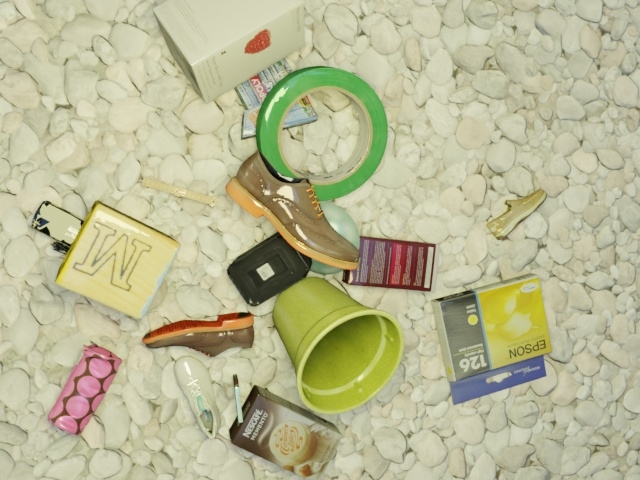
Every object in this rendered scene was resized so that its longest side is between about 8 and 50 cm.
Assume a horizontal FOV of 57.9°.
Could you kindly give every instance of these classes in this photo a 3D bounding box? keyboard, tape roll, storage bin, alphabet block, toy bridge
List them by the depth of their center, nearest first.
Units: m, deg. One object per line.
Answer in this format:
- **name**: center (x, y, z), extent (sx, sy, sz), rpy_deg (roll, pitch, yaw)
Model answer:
- **alphabet block**: center (-0.459, 0.040, 1.309), extent (0.197, 0.192, 0.193), rpy_deg (29, 84, -23)
- **keyboard**: center (-0.591, -0.008, 1.376), extent (0.192, 0.038, 0.100), rpy_deg (32, 78, -20)
- **toy bridge**: center (-0.346, -0.118, 1.407), extent (0.188, 0.063, 0.026), rpy_deg (16, 88, -13)
- **storage bin**: center (-0.123, 0.065, 1.420), extent (0.180, 0.084, 0.122), rpy_deg (-31, 98, 11)
- **tape roll**: center (0.004, -0.262, 1.422), extent (0.321, 0.077, 0.321), rpy_deg (-5, 111, -14)

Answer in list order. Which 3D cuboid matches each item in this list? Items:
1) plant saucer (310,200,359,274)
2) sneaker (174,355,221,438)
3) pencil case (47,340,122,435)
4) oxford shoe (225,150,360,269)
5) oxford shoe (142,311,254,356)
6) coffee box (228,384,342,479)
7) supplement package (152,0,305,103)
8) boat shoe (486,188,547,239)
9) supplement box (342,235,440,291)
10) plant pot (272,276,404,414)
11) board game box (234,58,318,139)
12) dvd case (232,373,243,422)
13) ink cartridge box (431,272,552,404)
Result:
- **plant saucer**: center (0.000, 0.000, 1.447), extent (0.194, 0.037, 0.195), rpy_deg (6, 109, 17)
- **sneaker**: center (-0.295, 0.384, 1.418), extent (0.080, 0.094, 0.212), rpy_deg (-24, 96, -9)
- **pencil case**: center (-0.560, 0.350, 1.364), extent (0.098, 0.095, 0.209), rpy_deg (32, 82, -46)
- **oxford shoe**: center (-0.041, -0.065, 1.344), extent (0.363, 0.130, 0.133), rpy_deg (35, 105, -6)
- **oxford shoe**: center (-0.294, 0.245, 1.416), extent (0.271, 0.097, 0.098), rpy_deg (-7, 99, -12)
- **coffee box**: center (-0.090, 0.488, 1.462), extent (0.246, 0.098, 0.141), rpy_deg (29, 86, -11)
- **supplement package**: center (-0.202, -0.493, 1.346), extent (0.293, 0.177, 0.175), rpy_deg (-34, 77, -8)
- **boat shoe**: center (0.540, -0.087, 1.598), extent (0.190, 0.068, 0.072), rpy_deg (-42, 88, -8)
- **supplement box**: center (0.185, 0.060, 1.520), extent (0.239, 0.073, 0.130), rpy_deg (6, 91, -13)
- **plant pot**: center (0.016, 0.221, 1.375), extent (0.276, 0.254, 0.276), rpy_deg (-14, 121, -24)
- **board game box**: center (-0.137, -0.343, 1.446), extent (0.194, 0.060, 0.194), rpy_deg (-30, 98, -10)
- **dvd case**: center (-0.204, 0.387, 1.424), extent (0.013, 0.119, 0.087), rpy_deg (-6, 94, -12)
- **ink cartridge box**: center (0.482, 0.276, 1.594), extent (0.303, 0.072, 0.307), rpy_deg (-14, 93, -11)
